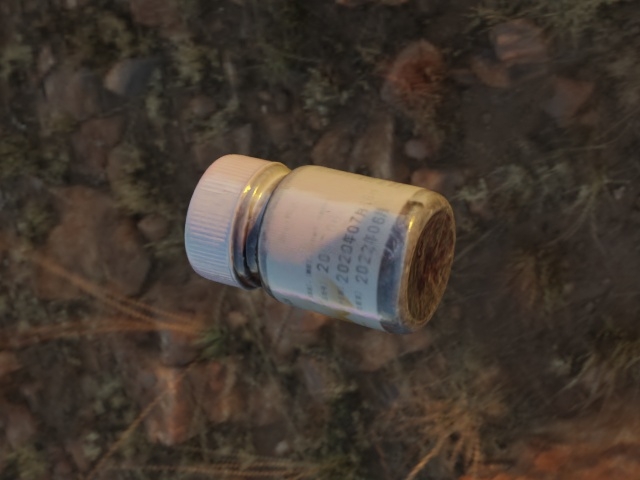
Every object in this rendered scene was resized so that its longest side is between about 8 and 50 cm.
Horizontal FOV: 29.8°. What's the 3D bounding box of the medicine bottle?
[{"bbox_3d":[0.000,0.000,1.355,0.273,0.165,0.165,12,110,26],"label":"medicine bottle"}]
